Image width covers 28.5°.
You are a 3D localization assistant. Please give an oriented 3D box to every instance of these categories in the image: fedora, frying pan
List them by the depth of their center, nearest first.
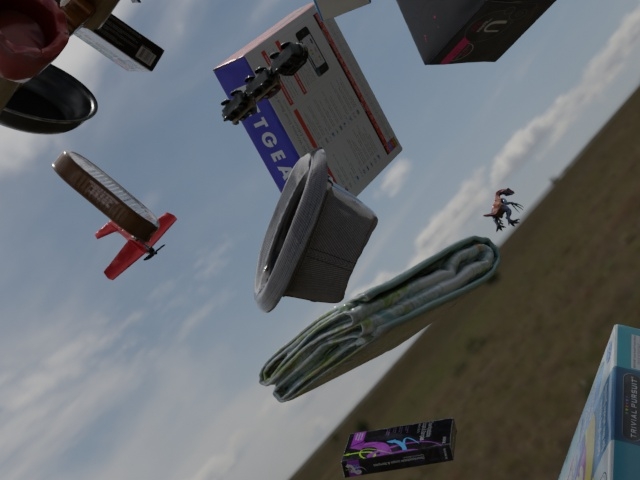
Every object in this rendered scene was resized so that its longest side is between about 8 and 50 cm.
[{"bbox_3d":[-0.433,-0.215,1.563,0.197,0.326,0.053,-65,0,-67],"label":"frying pan"},{"bbox_3d":[0.000,0.000,1.762,0.275,0.124,0.244,-140,71,-81],"label":"fedora"}]

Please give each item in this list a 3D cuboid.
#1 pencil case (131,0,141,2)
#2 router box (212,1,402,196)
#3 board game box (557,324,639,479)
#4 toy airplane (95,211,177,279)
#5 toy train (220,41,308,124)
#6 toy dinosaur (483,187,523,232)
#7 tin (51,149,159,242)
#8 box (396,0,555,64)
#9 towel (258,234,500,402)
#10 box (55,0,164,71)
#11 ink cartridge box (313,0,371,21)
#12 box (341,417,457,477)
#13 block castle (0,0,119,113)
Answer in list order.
[{"bbox_3d":[-0.341,-0.520,1.981,0.124,0.284,0.124,-27,30,17],"label":"pencil case"},{"bbox_3d":[-0.014,-0.238,2.313,0.082,0.336,0.301,-18,17,38],"label":"router box"},{"bbox_3d":[0.281,0.294,1.263,0.254,0.079,0.336,-68,-9,-56],"label":"board game box"},{"bbox_3d":[-0.305,-0.006,2.025,0.151,0.151,0.028,-45,-47,-18],"label":"toy airplane"},{"bbox_3d":[-0.062,-0.171,1.375,0.036,0.027,0.158,-4,-21,-38],"label":"toy train"},{"bbox_3d":[0.271,-0.054,1.867,0.047,0.082,0.090,-29,-42,19],"label":"toy dinosaur"},{"bbox_3d":[-0.326,-0.069,1.918,0.040,0.189,0.106,-50,2,10],"label":"tin"},{"bbox_3d":[0.194,-0.409,1.812,0.143,0.270,0.165,-8,-24,-34],"label":"box"},{"bbox_3d":[0.102,0.133,2.154,0.374,0.090,0.320,-21,-13,-43],"label":"towel"},{"bbox_3d":[-0.317,-0.297,1.682,0.036,0.207,0.114,-60,26,-7],"label":"box"},{"bbox_3d":[0.018,-0.441,2.082,0.089,0.092,0.143,-22,31,3],"label":"ink cartridge box"},{"bbox_3d":[0.116,0.301,1.836,0.162,0.029,0.116,-10,10,9],"label":"box"},{"bbox_3d":[-0.382,-0.361,1.220,0.213,0.453,0.303,-43,8,44],"label":"block castle"}]
